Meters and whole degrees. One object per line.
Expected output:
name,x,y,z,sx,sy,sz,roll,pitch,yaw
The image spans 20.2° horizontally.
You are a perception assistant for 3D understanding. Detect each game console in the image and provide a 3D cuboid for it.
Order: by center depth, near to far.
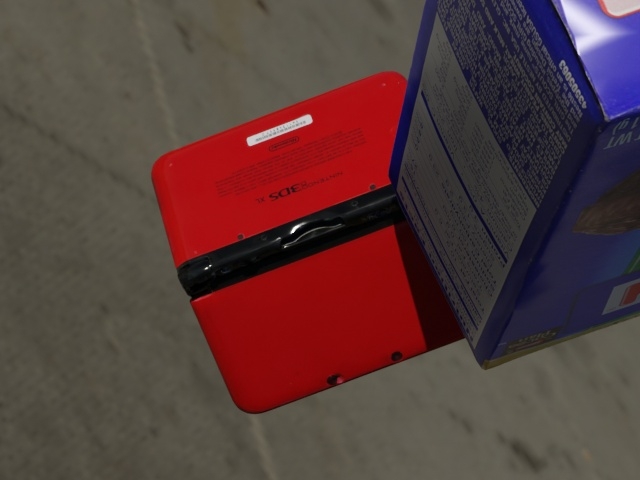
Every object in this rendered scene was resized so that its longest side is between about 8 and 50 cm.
game console,0.000,0.000,0.932,0.085,0.144,0.124,67,3,-54

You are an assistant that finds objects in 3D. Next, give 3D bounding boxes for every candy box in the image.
candy box,0.180,-0.076,0.728,0.317,0.268,0.122,97,-28,-72
